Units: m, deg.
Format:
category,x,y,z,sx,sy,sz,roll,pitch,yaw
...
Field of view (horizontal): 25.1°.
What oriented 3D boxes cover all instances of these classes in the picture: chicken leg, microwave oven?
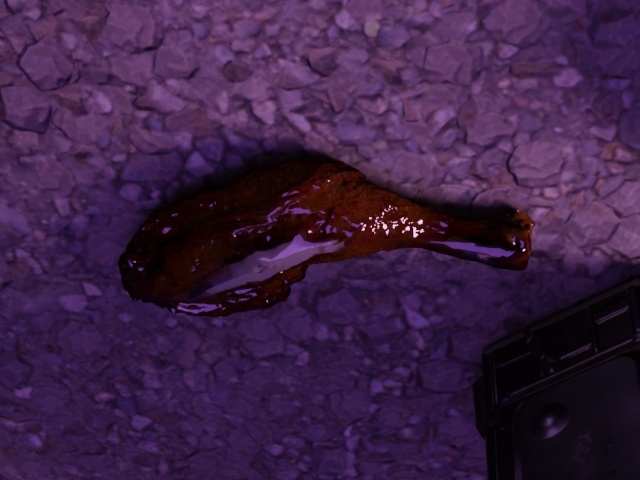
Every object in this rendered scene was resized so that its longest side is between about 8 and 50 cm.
category,x,y,z,sx,sy,sz,roll,pitch,yaw
chicken leg,0.000,0.000,1.368,0.406,0.096,0.158,-7,131,7
microwave oven,0.315,0.290,1.369,0.247,0.394,0.333,-30,119,24
